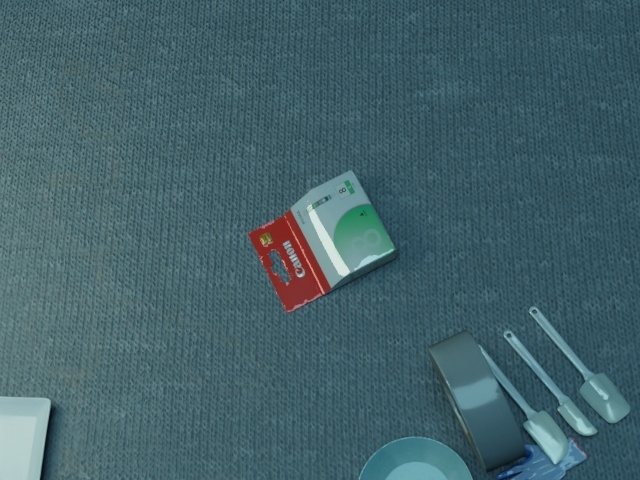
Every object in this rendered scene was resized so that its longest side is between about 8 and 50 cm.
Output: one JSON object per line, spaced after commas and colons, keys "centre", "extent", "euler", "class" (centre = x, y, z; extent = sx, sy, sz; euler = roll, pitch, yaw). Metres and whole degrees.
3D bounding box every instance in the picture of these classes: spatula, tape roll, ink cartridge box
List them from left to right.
{"centre": [0.000, 0.000, 1.977], "extent": [0.224, 0.056, 0.181], "euler": [-26, 68, -4], "class": "ink cartridge box"}
{"centre": [0.247, 0.255, 1.754], "extent": [0.072, 0.219, 0.219], "euler": [-24, 68, 0], "class": "tape roll"}
{"centre": [0.383, 0.234, 1.850], "extent": [0.168, 0.019, 0.242], "euler": [-34, 64, -6], "class": "spatula"}

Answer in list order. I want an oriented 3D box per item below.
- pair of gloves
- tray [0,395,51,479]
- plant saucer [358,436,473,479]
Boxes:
{"centre": [0.382, 0.409, 1.781], "extent": [0.159, 0.023, 0.198], "euler": [-30, 69, -4], "class": "pair of gloves"}
{"centre": [-0.550, 0.406, 1.910], "extent": [0.145, 0.030, 0.270], "euler": [1, 69, 9], "class": "tray"}
{"centre": [0.156, 0.421, 1.800], "extent": [0.195, 0.037, 0.195], "euler": [-3, 68, 7], "class": "plant saucer"}
